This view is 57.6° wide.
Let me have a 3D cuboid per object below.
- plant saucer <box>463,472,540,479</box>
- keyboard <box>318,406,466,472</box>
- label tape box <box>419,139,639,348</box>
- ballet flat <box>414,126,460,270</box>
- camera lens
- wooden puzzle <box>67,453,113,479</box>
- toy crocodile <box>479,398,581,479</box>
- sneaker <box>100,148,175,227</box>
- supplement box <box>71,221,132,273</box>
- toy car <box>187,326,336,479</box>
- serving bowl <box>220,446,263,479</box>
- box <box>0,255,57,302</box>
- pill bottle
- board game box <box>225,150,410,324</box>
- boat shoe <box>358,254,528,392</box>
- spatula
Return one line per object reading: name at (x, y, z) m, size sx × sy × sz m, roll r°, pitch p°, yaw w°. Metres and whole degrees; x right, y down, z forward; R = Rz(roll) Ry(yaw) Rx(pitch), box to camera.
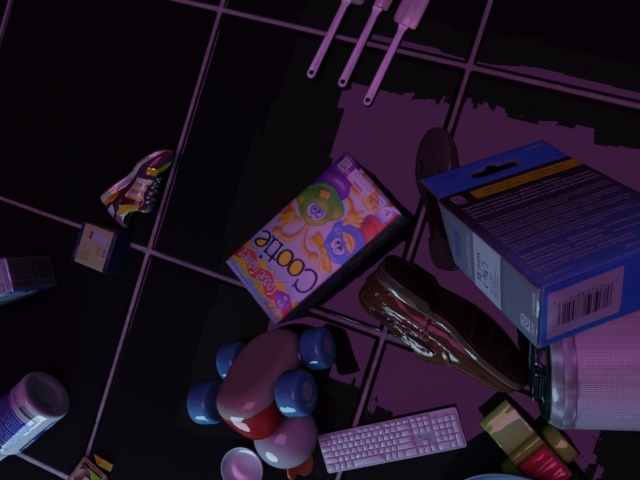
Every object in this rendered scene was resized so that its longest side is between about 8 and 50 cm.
plant saucer at (0.331, 0.497, 0.901) m, size 0.317 × 0.043 × 0.318 m, roll 12°, pitch 111°, yaw 34°
keyboard at (0.124, 0.355, 1.031) m, size 0.255 × 0.014 × 0.072 m, roll -16°, pitch 84°, yaw 14°
label tape box at (0.328, -0.016, 0.861) m, size 0.240 × 0.334 × 0.106 m, roll -18°, pitch 122°, yaw -9°
ballet flat at (0.217, -0.071, 1.005) m, size 0.084 × 0.058 × 0.250 m, roll -17°, pitch 76°, yaw 50°
camera lens at (0.448, 0.164, 0.849) m, size 0.274 × 0.219 × 0.220 m, roll -3°, pitch 87°, yaw 14°
wooden puzzle at (-0.473, 0.483, 1.180) m, size 0.078 × 0.014 × 0.116 m, roll 32°, pitch 96°, yaw 14°
toy crocodile at (0.388, 0.402, 0.915) m, size 0.115 × 0.105 × 0.341 m, roll -40°, pitch 79°, yaw 10°
sneaker at (-0.341, -0.103, 1.145) m, size 0.185 × 0.069 × 0.084 m, roll -36°, pitch 89°, yaw 17°
supplement box at (-0.437, 0.014, 1.165) m, size 0.083 × 0.056 × 0.083 m, roll 19°, pitch 93°, yaw 14°
toy car at (-0.066, 0.300, 1.022) m, size 0.219 × 0.210 × 0.238 m, roll -14°, pitch 114°, yaw 26°
serving bowl at (-0.143, 0.426, 1.090) m, size 0.083 × 0.027 × 0.083 m, roll -1°, pitch 87°, yaw 14°
box at (-0.637, 0.084, 1.179) m, size 0.137 × 0.126 × 0.072 m, roll -18°, pitch 85°, yaw 14°
pill bottle at (-0.611, 0.361, 1.169) m, size 0.186 × 0.112 × 0.112 m, roll -39°, pitch 79°, yaw 9°
board game box at (0.000, 0.000, 1.008) m, size 0.275 × 0.144 × 0.142 m, roll -42°, pitch 78°, yaw 9°
boat shoe at (0.203, 0.153, 0.982) m, size 0.307 × 0.110 × 0.104 m, roll 40°, pitch 124°, yaw 8°
spatula at (0.082, -0.383, 1.069) m, size 0.168 × 0.019 × 0.242 m, roll 27°, pitch 96°, yaw 8°
